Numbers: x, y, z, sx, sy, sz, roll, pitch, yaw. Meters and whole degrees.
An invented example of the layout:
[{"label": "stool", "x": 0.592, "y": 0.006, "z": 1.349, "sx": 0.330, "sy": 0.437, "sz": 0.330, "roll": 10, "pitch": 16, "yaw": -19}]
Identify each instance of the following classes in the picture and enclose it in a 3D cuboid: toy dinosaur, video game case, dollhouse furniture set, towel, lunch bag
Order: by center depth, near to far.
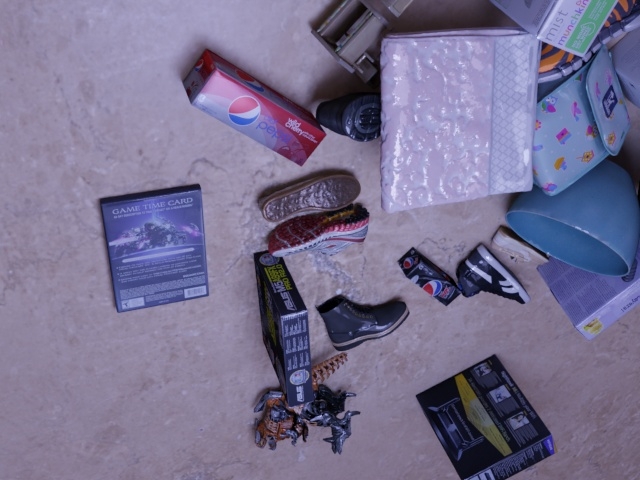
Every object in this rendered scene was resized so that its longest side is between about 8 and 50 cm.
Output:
[{"label": "dollhouse furniture set", "x": 0.102, "y": -0.396, "z": 1.591, "sx": 0.182, "sy": 0.101, "sz": 0.161, "roll": -45, "pitch": 153, "yaw": 13}, {"label": "towel", "x": 0.261, "y": -0.226, "z": 1.618, "sx": 0.317, "sy": 0.053, "sz": 0.332, "roll": -8, "pitch": 112, "yaw": -15}, {"label": "video game case", "x": -0.329, "y": 0.020, "z": 1.750, "sx": 0.196, "sy": 0.026, "sz": 0.274, "roll": -10, "pitch": 127, "yaw": -15}, {"label": "lunch bag", "x": 0.512, "y": -0.259, "z": 1.790, "sx": 0.262, "sy": 0.160, "sz": 0.223, "roll": -33, "pitch": 120, "yaw": -1}, {"label": "toy dinosaur", "x": -0.031, "y": 0.402, "z": 2.085, "sx": 0.218, "sy": 0.164, "sz": 0.322, "roll": 28, "pitch": 134, "yaw": -18}]

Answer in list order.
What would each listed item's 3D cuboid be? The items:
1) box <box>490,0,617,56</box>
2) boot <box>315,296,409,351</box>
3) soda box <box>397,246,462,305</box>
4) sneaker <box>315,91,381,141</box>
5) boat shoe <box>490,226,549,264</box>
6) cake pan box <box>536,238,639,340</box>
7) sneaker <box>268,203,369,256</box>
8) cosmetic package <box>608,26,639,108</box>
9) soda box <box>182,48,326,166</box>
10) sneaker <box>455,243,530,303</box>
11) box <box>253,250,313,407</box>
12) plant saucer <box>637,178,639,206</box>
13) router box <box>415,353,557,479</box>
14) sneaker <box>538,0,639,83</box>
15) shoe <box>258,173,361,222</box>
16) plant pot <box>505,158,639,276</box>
[{"label": "box", "x": 0.435, "y": -0.501, "z": 1.533, "sx": 0.127, "sy": 0.231, "sz": 0.262, "roll": 13, "pitch": 119, "yaw": -29}, {"label": "boot", "x": 0.098, "y": 0.166, "z": 2.004, "sx": 0.198, "sy": 0.077, "sz": 0.137, "roll": -29, "pitch": 125, "yaw": -1}, {"label": "soda box", "x": 0.255, "y": 0.086, "z": 2.011, "sx": 0.053, "sy": 0.060, "sz": 0.169, "roll": -44, "pitch": 129, "yaw": 14}, {"label": "sneaker", "x": 0.111, "y": -0.251, "z": 1.677, "sx": 0.286, "sy": 0.130, "sz": 0.109, "roll": -5, "pitch": 106, "yaw": -45}, {"label": "boat shoe", "x": 0.470, "y": 0.022, "z": 2.055, "sx": 0.170, "sy": 0.063, "sz": 0.059, "roll": 26, "pitch": 118, "yaw": -28}, {"label": "cake pan box", "x": 0.657, "y": 0.069, "z": 2.029, "sx": 0.246, "sy": 0.267, "sz": 0.070, "roll": -41, "pitch": 120, "yaw": 14}, {"label": "sneaker", "x": 0.000, "y": 0.000, "z": 1.827, "sx": 0.225, "sy": 0.088, "sz": 0.092, "roll": -14, "pitch": 130, "yaw": -12}, {"label": "cosmetic package", "x": 0.716, "y": -0.347, "z": 1.792, "sx": 0.151, "sy": 0.183, "sz": 0.151, "roll": -42, "pitch": 128, "yaw": 12}, {"label": "soda box", "x": -0.119, "y": -0.241, "z": 1.594, "sx": 0.263, "sy": 0.092, "sz": 0.083, "roll": 26, "pitch": 112, "yaw": -35}, {"label": "sneaker", "x": 0.403, "y": 0.107, "z": 2.084, "sx": 0.121, "sy": 0.079, "sz": 0.217, "roll": -40, "pitch": 121, "yaw": 14}, {"label": "box", "x": -0.079, "y": 0.187, "z": 1.851, "sx": 0.060, "sy": 0.216, "sz": 0.270, "roll": -13, "pitch": 130, "yaw": -12}, {"label": "plant saucer", "x": 0.746, "y": -0.142, "z": 1.936, "sx": 0.041, "sy": 0.278, "sz": 0.278, "roll": 10, "pitch": 128, "yaw": 14}, {"label": "router box", "x": 0.413, "y": 0.461, "z": 2.195, "sx": 0.243, "sy": 0.309, "sz": 0.081, "roll": -27, "pitch": 127, "yaw": 0}, {"label": "sneaker", "x": 0.489, "y": -0.449, "z": 1.680, "sx": 0.321, "sy": 0.124, "sz": 0.180, "roll": -35, "pitch": 127, "yaw": -8}, {"label": "shoe", "x": -0.024, "y": -0.093, "z": 1.775, "sx": 0.219, "sy": 0.058, "sz": 0.076, "roll": -14, "pitch": 109, "yaw": -16}, {"label": "plant pot", "x": 0.584, "y": -0.074, "z": 1.913, "sx": 0.290, "sy": 0.290, "sz": 0.195, "roll": 36, "pitch": 79, "yaw": -38}]
